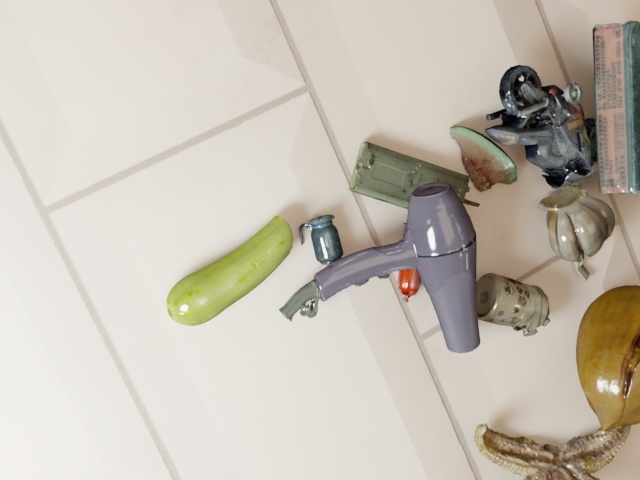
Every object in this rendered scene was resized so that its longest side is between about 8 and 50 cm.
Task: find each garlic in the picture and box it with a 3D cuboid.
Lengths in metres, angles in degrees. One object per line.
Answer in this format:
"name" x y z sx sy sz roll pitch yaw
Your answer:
"garlic" 0.489 0.002 1.892 0.131 0.127 0.194 -26 121 -23

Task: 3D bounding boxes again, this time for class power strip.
"power strip" 0.176 -0.098 1.794 0.267 0.034 0.092 16 86 -22

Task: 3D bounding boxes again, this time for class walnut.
"walnut" 0.577 0.225 1.879 0.203 0.203 0.298 31 70 -21

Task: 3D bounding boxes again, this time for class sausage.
"sausage" 0.165 0.039 1.790 0.048 0.050 0.145 9 88 -65

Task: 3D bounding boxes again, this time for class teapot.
"teapot" 0.003 -0.001 1.727 0.049 0.063 0.083 -22 99 -52

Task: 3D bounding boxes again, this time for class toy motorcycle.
"toy motorcycle" 0.427 -0.198 1.849 0.307 0.108 0.173 25 76 -33

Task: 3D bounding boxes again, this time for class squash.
"squash" -0.146 0.055 1.646 0.250 0.083 0.083 -36 105 -19

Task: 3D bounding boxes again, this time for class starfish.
"starfish" 0.455 0.425 1.834 0.398 0.384 0.132 12 127 -16

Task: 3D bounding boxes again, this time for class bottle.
"bottle" 0.364 0.121 1.852 0.152 0.099 0.099 17 86 -26

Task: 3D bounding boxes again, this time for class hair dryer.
"hair dryer" 0.105 0.083 1.717 0.361 0.121 0.301 -16 109 -6

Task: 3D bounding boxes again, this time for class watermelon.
"watermelon" 0.302 -0.156 1.827 0.080 0.101 0.155 -33 95 -6

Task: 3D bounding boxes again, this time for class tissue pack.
"tissue pack" 0.604 -0.247 1.896 0.228 0.103 0.316 -7 95 -48
